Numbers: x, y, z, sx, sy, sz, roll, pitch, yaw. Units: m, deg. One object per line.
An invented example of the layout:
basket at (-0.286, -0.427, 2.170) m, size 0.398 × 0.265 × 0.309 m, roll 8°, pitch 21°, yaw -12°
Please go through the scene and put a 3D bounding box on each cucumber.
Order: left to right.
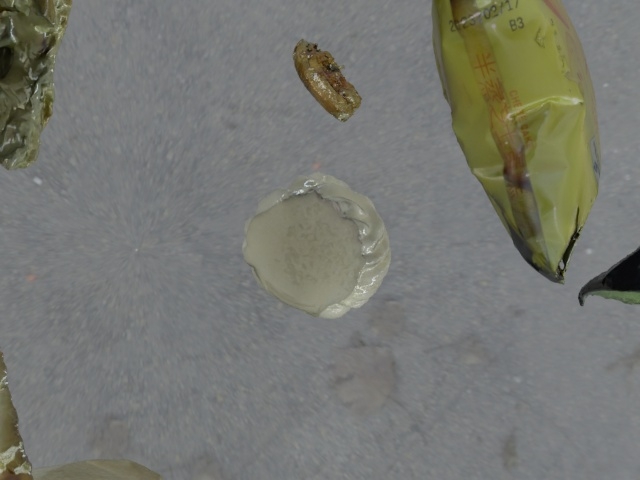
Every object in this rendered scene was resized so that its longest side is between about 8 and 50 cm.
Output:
cucumber at (0.296, -0.002, 0.841) m, size 0.220 × 0.046 × 0.070 m, roll -40°, pitch 61°, yaw 13°

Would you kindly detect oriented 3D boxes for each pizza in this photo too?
pizza at (0.004, -0.095, 0.650) m, size 0.037 × 0.083 × 0.016 m, roll 19°, pitch 120°, yaw -34°

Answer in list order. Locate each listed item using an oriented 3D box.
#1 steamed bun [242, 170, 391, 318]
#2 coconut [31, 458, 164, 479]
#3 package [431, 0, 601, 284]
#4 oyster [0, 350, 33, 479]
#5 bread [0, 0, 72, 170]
steamed bun at (0.000, 0.000, 1.353) m, size 0.183 × 0.106 × 0.183 m, roll 5°, pitch 108°, yaw 14°
coconut at (-0.310, 0.442, 1.314) m, size 0.344 × 0.415 × 0.415 m, roll 19°, pitch 86°, yaw 22°
package at (0.129, -0.097, 0.726) m, size 0.090 × 0.168 × 0.226 m, roll -17°, pitch 103°, yaw 18°
oyster at (-0.215, 0.044, 0.366) m, size 0.096 × 0.221 × 0.361 m, roll 0°, pitch 112°, yaw 23°
bread at (-0.302, -0.234, 0.901) m, size 0.191 × 0.314 × 0.370 m, roll -28°, pitch 109°, yaw -30°
